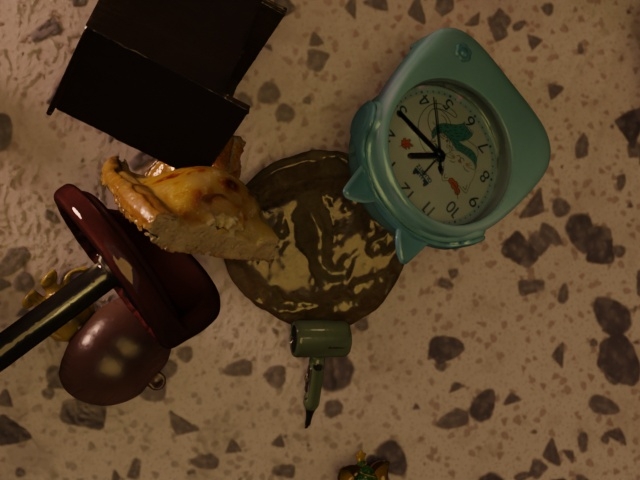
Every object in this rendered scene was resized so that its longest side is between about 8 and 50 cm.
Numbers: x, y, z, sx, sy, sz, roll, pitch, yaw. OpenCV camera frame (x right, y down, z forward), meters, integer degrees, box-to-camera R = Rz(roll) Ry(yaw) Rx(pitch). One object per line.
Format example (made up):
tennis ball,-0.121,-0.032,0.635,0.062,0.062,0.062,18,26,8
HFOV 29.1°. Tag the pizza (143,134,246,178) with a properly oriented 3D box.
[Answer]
pizza,-0.155,-0.051,1.478,0.175,0.046,0.134,-28,68,11

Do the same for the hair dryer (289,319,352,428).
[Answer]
hair dryer,-0.006,0.170,1.534,0.071,0.047,0.150,2,110,-14

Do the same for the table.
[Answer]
table,-0.174,-0.202,1.391,0.193,0.172,0.169,25,54,-13

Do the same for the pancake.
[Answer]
pancake,0.000,0.000,1.524,0.241,0.050,0.242,-1,107,-3

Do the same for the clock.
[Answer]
clock,0.133,-0.101,1.464,0.274,0.094,0.224,-45,103,-26

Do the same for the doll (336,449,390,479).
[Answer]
doll,0.051,0.329,1.565,0.078,0.076,0.113,-1,65,-33

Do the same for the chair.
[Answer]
chair,-0.311,0.097,1.319,0.401,0.226,0.227,-36,99,-12

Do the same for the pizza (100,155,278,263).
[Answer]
pizza,-0.150,-0.053,1.364,0.188,0.204,0.081,13,107,-40

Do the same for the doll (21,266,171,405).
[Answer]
doll,-0.260,0.109,1.477,0.145,0.096,0.188,-27,80,-16
